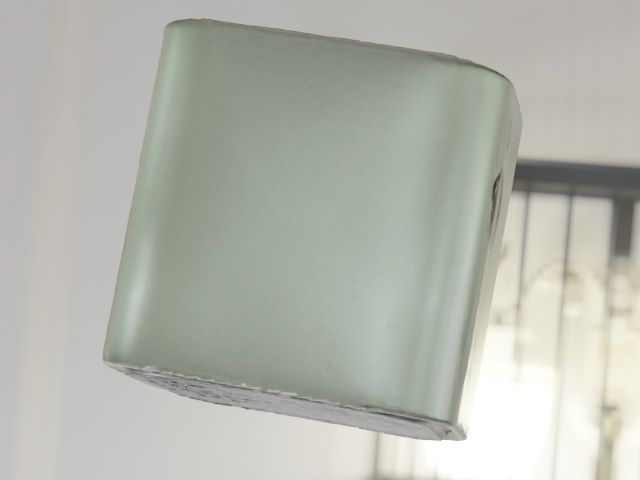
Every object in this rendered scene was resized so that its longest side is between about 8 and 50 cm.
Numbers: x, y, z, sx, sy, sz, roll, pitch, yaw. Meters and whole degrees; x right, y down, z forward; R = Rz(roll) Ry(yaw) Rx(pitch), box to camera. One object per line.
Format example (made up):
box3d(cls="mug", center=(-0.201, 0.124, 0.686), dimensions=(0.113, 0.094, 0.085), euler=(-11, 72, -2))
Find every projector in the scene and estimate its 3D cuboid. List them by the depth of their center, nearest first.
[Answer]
box3d(cls="projector", center=(0.000, 0.000, 1.413), dimensions=(0.248, 0.249, 0.248), euler=(9, 173, 10))
